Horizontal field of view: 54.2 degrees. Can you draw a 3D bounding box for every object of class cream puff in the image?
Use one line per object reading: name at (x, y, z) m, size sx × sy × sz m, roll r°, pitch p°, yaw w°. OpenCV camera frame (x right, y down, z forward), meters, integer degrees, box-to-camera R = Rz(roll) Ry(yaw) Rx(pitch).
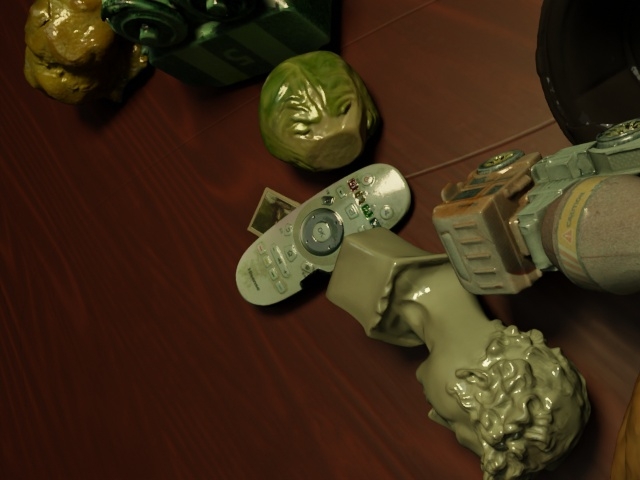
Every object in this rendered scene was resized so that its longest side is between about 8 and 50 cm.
cream puff at (-0.367, -0.350, 1.054) m, size 0.281 × 0.185 × 0.282 m, roll -61°, pitch 12°, yaw 22°

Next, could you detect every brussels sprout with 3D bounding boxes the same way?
brussels sprout at (-0.011, -0.154, 0.754) m, size 0.155 × 0.117 × 0.155 m, roll -19°, pitch 58°, yaw 33°

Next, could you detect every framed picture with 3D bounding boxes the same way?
framed picture at (-0.056, -0.027, 0.826) m, size 0.089 × 0.007 × 0.066 m, roll 29°, pitch 97°, yaw 38°

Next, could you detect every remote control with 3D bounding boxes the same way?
remote control at (0.000, 0.000, 0.753) m, size 0.256 × 0.045 × 0.097 m, roll -32°, pitch 74°, yaw 23°

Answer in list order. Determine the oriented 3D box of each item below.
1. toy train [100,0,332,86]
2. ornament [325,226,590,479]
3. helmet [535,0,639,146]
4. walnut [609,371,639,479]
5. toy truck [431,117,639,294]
toy train at (-0.130, -0.320, 0.808) m, size 0.299 × 0.238 × 0.166 m, roll -5°, pitch 75°, yaw 34°
ornament at (0.126, 0.086, 0.588) m, size 0.285 × 0.120 × 0.130 m, roll 53°, pitch 132°, yaw 33°
helmet at (0.315, -0.154, 0.460) m, size 0.279 × 0.160 × 0.230 m, roll 14°, pitch 127°, yaw 45°
walnut at (0.324, 0.138, 0.312) m, size 0.344 × 0.306 × 0.306 m, roll -14°, pitch 71°, yaw 42°
toy truck at (0.196, -0.014, 0.460) m, size 0.257 × 0.140 × 0.108 m, roll -8°, pitch 112°, yaw 54°
